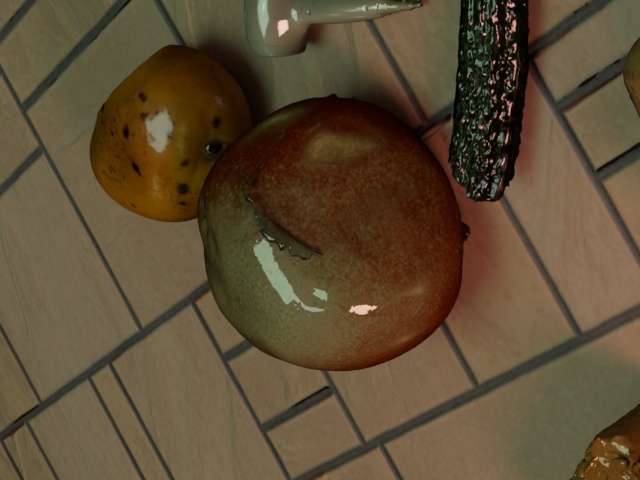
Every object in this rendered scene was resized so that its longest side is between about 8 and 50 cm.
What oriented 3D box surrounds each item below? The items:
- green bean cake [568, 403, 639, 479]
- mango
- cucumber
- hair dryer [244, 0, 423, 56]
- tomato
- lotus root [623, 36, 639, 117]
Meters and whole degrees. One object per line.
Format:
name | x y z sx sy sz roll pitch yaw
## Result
green bean cake | 0.347 0.295 1.870 0.230 0.131 0.224 42 140 23
mango | -0.184 -0.114 2.253 0.191 0.160 0.290 56 147 -3
cucumber | 0.170 -0.170 1.862 0.077 0.077 0.265 30 130 37
hair dryer | 0.014 -0.289 2.004 0.237 0.075 0.206 15 115 36
tomato | 0.000 0.000 2.023 0.303 0.239 0.303 32 136 37
lotus root | 0.349 -0.151 1.619 0.221 0.125 0.118 -19 69 58
